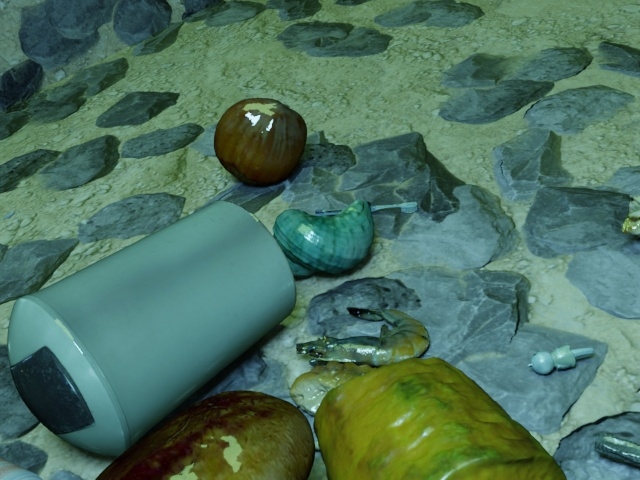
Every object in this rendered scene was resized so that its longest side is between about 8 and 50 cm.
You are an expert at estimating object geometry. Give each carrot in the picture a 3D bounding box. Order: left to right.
[{"bbox_3d":[0.146,0.295,0.890,0.242,0.241,0.340,-22,31,-11],"label":"carrot"}]

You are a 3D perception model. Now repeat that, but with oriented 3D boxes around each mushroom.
[{"bbox_3d":[-0.156,0.316,0.958,0.345,0.239,0.345,-11,-5,-1],"label":"mushroom"}]

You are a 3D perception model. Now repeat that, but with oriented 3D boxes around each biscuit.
[{"bbox_3d":[0.042,0.224,1.198,0.183,0.061,0.118,10,37,37],"label":"biscuit"}]

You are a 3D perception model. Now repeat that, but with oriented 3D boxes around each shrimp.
[{"bbox_3d":[0.069,0.157,1.308,0.217,0.051,0.150,-2,31,4],"label":"shrimp"}]

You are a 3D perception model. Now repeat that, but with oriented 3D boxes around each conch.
[{"bbox_3d":[-0.002,0.003,1.491,0.202,0.134,0.196,-10,-8,16],"label":"conch"}]

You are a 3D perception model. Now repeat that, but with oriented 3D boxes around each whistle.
[{"bbox_3d":[0.356,0.175,1.180,0.100,0.035,0.035,-13,33,-1],"label":"whistle"}]

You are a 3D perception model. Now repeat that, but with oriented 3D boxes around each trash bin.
[{"bbox_3d":[-0.273,0.136,1.263,0.280,0.280,0.432,20,43,41],"label":"trash bin"}]

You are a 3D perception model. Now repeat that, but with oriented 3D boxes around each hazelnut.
[{"bbox_3d":[-0.137,-0.221,1.812,0.210,0.210,0.186,9,78,31],"label":"hazelnut"}]

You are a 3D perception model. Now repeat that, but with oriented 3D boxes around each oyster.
[{"bbox_3d":[0.616,-0.050,1.399,0.133,0.072,0.209,0,15,31],"label":"oyster"}]

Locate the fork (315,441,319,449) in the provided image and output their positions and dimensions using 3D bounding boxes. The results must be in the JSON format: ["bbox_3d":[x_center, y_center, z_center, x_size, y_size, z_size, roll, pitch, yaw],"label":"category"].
[{"bbox_3d":[-0.005,0.294,1.141,0.220,0.028,0.034,-1,30,19],"label":"fork"}]

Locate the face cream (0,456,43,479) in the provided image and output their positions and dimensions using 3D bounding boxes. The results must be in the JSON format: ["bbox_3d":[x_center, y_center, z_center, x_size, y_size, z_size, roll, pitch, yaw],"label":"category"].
[{"bbox_3d":[-0.443,0.371,1.125,0.252,0.101,0.101,10,40,31],"label":"face cream"}]

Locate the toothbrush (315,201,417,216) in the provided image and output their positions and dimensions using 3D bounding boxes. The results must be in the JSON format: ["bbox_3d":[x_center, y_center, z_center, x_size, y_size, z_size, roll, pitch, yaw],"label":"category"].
[{"bbox_3d":[0.094,-0.063,1.648,0.220,0.019,0.016,-3,33,17],"label":"toothbrush"}]

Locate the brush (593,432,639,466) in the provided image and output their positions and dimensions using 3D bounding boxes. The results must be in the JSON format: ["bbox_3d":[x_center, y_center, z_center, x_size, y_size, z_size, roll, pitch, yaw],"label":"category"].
[{"bbox_3d":[0.495,0.287,0.952,0.323,0.051,0.070,11,47,29],"label":"brush"}]
